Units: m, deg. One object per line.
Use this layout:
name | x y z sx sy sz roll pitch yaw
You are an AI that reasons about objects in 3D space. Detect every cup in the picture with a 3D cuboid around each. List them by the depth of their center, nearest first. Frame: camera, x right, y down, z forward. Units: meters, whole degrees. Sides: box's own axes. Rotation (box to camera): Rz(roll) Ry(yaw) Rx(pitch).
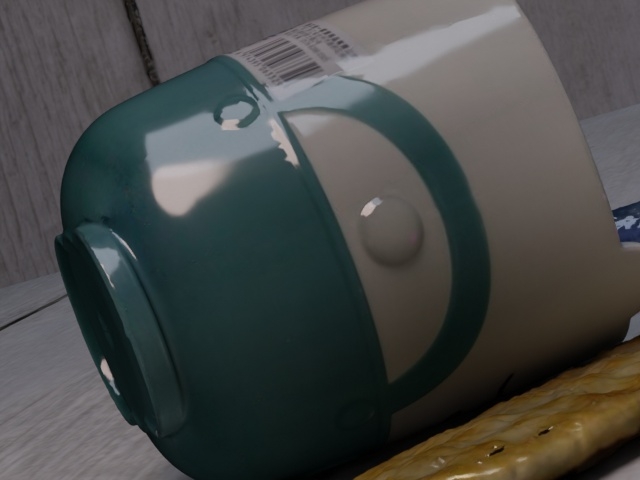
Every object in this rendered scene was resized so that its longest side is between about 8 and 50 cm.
cup | 0.000 0.000 0.930 0.258 0.219 0.290 -22 4 -14

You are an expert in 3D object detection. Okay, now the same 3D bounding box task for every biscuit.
biscuit | 0.112 0.077 0.795 0.247 0.029 0.118 -21 7 -35

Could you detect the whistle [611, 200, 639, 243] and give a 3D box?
whistle | 0.211 0.001 1.067 0.304 0.062 0.062 -18 6 -3
